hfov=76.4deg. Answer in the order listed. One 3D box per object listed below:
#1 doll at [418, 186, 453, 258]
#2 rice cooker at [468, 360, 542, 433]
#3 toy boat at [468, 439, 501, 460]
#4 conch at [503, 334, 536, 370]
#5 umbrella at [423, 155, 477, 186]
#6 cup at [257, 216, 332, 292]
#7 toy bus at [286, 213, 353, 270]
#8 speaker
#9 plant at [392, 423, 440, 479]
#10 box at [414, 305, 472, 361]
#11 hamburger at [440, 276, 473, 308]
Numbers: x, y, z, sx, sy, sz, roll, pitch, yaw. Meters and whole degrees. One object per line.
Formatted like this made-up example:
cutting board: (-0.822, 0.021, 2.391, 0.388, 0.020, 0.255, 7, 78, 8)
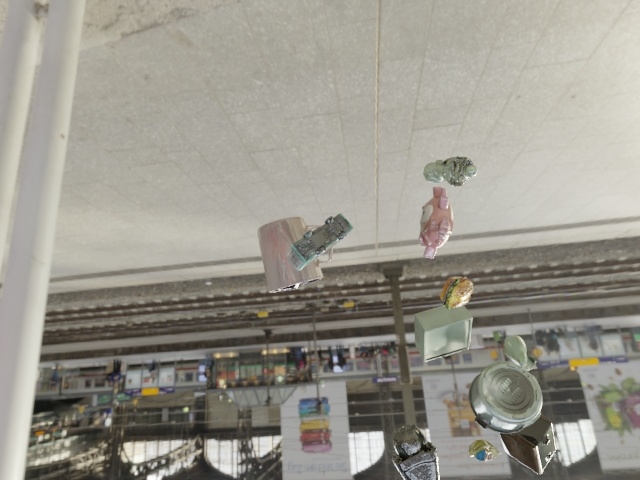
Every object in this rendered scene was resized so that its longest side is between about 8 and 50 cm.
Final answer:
doll: (0.344, -0.052, 1.209, 0.093, 0.212, 0.262, 9, -166, 6)
rice cooker: (0.704, 0.602, 1.561, 0.280, 0.241, 0.227, -41, 150, -18)
toy boat: (0.604, 0.779, 1.501, 0.172, 0.066, 0.065, 22, 116, -36)
conch: (0.572, 0.325, 1.182, 0.065, 0.088, 0.180, -35, -171, 17)
umbrella: (0.285, -0.153, 0.896, 0.062, 0.067, 0.143, 23, 178, -30)
cup: (-0.100, 0.051, 1.609, 0.288, 0.274, 0.208, -21, 170, 28)
toy bus: (0.000, 0.000, 1.371, 0.261, 0.091, 0.109, -32, 169, -42)
speaker: (0.905, 0.861, 1.775, 0.192, 0.153, 0.231, 20, 144, 50)
plant: (0.354, 0.816, 1.505, 0.164, 0.256, 0.142, -17, 166, -1)
box: (0.555, 0.412, 1.858, 0.224, 0.118, 0.225, -15, 128, -5)
hamburger: (0.564, 0.217, 1.663, 0.165, 0.137, 0.087, -4, -153, -46)
